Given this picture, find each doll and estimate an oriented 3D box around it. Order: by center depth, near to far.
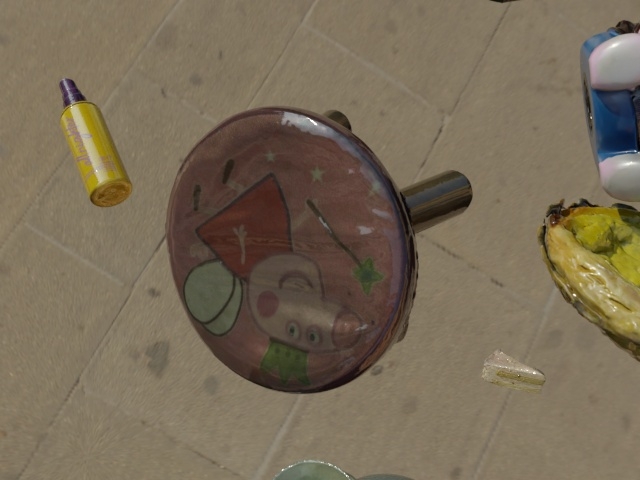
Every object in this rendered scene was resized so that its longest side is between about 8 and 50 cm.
[{"bbox_3d":[0.464,-0.184,1.055,0.310,0.284,0.240,-9,39,11],"label":"doll"}]

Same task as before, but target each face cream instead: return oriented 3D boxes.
[{"bbox_3d":[-0.415,-0.186,1.642,0.078,0.078,0.273,-18,61,-18],"label":"face cream"}]

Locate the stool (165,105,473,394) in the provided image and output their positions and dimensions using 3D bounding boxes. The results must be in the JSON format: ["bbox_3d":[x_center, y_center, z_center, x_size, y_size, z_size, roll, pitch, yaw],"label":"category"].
[{"bbox_3d":[0.000,0.000,0.898,0.178,0.272,0.272,-18,80,-55],"label":"stool"}]

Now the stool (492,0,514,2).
[{"bbox_3d":[0.331,-0.527,1.619,0.232,0.141,0.232,-4,40,3],"label":"stool"}]

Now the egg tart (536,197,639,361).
[{"bbox_3d":[0.363,0.056,1.017,0.279,0.095,0.279,15,32,-9],"label":"egg tart"}]

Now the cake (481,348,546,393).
[{"bbox_3d":[0.369,0.259,1.748,0.065,0.121,0.052,-17,120,-39],"label":"cake"}]

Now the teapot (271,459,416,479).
[{"bbox_3d":[0.034,0.301,0.896,0.183,0.251,0.183,-12,59,20],"label":"teapot"}]
